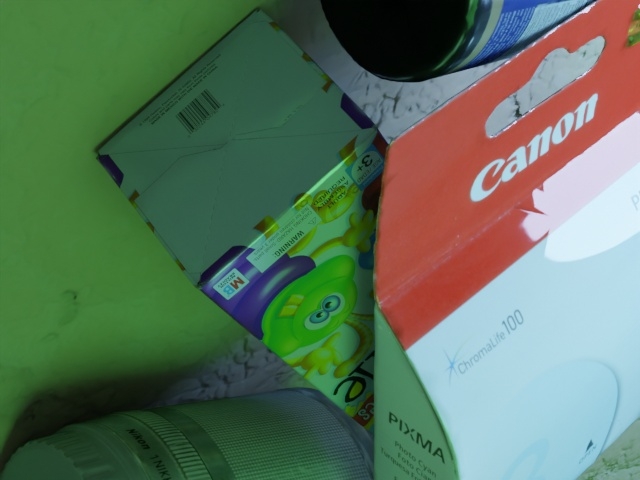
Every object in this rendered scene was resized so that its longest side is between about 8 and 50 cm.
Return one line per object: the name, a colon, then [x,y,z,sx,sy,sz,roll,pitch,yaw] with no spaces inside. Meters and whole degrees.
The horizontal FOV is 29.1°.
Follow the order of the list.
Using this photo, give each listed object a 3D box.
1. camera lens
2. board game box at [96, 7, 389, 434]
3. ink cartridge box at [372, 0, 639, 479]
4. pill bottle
camera lens: [-0.087,0.234,0.956,0.274,0.219,0.219,-3,130,-39]
board game box: [0.000,0.000,0.849,0.144,0.142,0.275,-42,144,1]
ink cartridge box: [0.171,0.028,0.846,0.308,0.091,0.385,-35,144,-30]
pill bottle: [0.110,-0.174,0.766,0.219,0.123,0.123,-21,142,-44]
